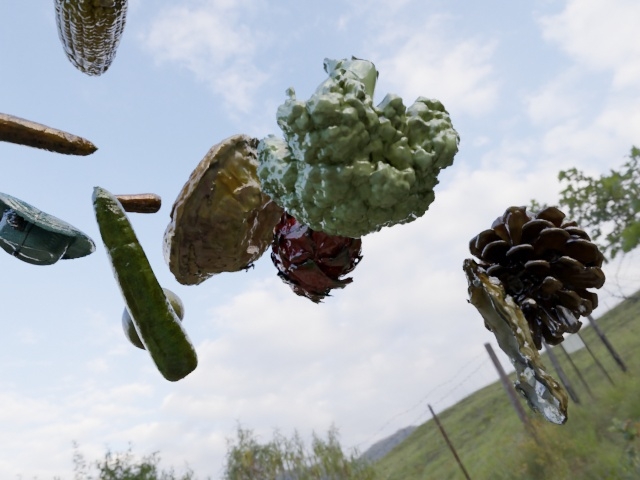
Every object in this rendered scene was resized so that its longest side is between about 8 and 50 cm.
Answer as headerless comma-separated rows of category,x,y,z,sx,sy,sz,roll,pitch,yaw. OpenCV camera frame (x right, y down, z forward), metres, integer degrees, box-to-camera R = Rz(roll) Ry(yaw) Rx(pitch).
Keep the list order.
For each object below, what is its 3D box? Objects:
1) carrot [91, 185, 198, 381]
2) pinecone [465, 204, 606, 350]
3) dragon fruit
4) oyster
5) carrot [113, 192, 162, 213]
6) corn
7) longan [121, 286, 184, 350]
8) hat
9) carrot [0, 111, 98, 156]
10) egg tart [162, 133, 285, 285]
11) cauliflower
carrot,-0.307,0.072,0.881,0.074,0.358,0.074,-24,3,1
pinecone,0.546,0.111,1.349,0.384,0.384,0.384,-16,-31,-10
dragon fruit,-0.005,0.008,0.939,0.182,0.188,0.182,19,-30,11
oyster,0.355,0.178,0.938,0.078,0.345,0.128,-28,-1,-1
carrot,-0.485,-0.094,1.311,0.161,0.055,0.055,-2,-36,-26
corn,-0.405,-0.387,0.915,0.119,0.119,0.322,-5,-10,-26
longan,-0.405,0.198,1.288,0.176,0.145,0.154,41,-93,-19
hat,-0.480,-0.002,0.866,0.191,0.078,0.138,31,-35,-23
carrot,-0.604,-0.213,1.026,0.314,0.066,0.066,13,-41,-11
egg tart,-0.174,-0.047,1.066,0.352,0.150,0.352,-60,-13,-24
cauliflower,0.062,-0.140,0.740,0.260,0.281,0.327,13,-6,31
